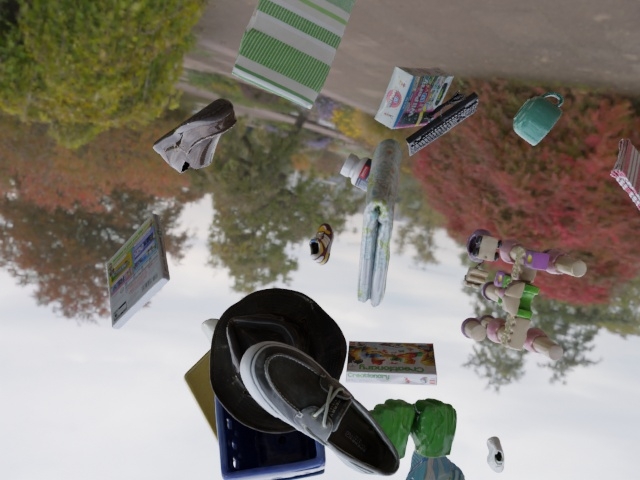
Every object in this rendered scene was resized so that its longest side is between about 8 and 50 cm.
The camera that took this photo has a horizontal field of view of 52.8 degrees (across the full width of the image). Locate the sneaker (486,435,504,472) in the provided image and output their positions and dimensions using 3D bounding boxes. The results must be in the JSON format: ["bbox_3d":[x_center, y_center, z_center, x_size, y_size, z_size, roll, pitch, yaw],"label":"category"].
[{"bbox_3d":[0.557,0.692,2.040,0.054,0.152,0.061,-16,-149,2],"label":"sneaker"}]

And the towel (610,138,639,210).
[{"bbox_3d":[0.754,-0.131,1.520,0.197,0.144,0.029,48,138,-16],"label":"towel"}]

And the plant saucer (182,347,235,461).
[{"bbox_3d":[-0.278,0.456,2.009,0.081,0.332,0.333,-10,-159,35],"label":"plant saucer"}]

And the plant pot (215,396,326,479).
[{"bbox_3d":[-0.107,0.451,1.517,0.236,0.236,0.212,-10,148,1],"label":"plant pot"}]

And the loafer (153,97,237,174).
[{"bbox_3d":[-0.312,-0.268,1.707,0.134,0.130,0.366,-43,-163,-29],"label":"loafer"}]

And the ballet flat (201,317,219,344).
[{"bbox_3d":[-0.261,0.424,2.276,0.400,0.139,0.139,39,175,-19],"label":"ballet flat"}]

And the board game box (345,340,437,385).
[{"bbox_3d":[0.244,0.423,2.231,0.305,0.053,0.193,0,-156,5],"label":"board game box"}]

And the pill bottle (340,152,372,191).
[{"bbox_3d":[0.166,-0.225,2.223,0.180,0.108,0.108,28,-174,4],"label":"pill bottle"}]

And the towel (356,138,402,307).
[{"bbox_3d":[0.165,-0.048,1.791,0.090,0.374,0.320,6,-141,5],"label":"towel"}]

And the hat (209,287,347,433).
[{"bbox_3d":[-0.118,0.229,1.341,0.331,0.331,0.134,13,162,26],"label":"hat"}]

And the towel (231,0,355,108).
[{"bbox_3d":[-0.069,-0.531,1.658,0.248,0.324,0.038,21,176,-20],"label":"towel"}]

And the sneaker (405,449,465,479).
[{"bbox_3d":[0.399,0.831,2.178,0.208,0.127,0.319,42,-150,-1],"label":"sneaker"}]

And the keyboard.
[{"bbox_3d":[0.451,-0.443,2.378,0.033,0.317,0.201,53,177,27],"label":"keyboard"}]

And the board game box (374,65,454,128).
[{"bbox_3d":[0.371,-0.564,2.535,0.097,0.224,0.303,39,-146,28],"label":"board game box"}]

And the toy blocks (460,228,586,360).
[{"bbox_3d":[0.473,0.128,1.692,0.309,0.288,0.260,12,-174,-11],"label":"toy blocks"}]

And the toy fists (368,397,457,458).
[{"bbox_3d":[0.232,0.473,1.652,0.279,0.142,0.096,7,-173,-26],"label":"toy fists"}]

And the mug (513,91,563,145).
[{"bbox_3d":[0.643,-0.371,1.924,0.097,0.157,0.129,36,142,1],"label":"mug"}]

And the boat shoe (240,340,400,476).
[{"bbox_3d":[0.014,0.286,1.107,0.335,0.121,0.119,41,154,-16],"label":"boat shoe"}]

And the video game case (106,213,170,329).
[{"bbox_3d":[-0.429,0.072,1.502,0.023,0.212,0.193,22,-142,-42],"label":"video game case"}]

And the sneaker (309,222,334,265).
[{"bbox_3d":[0.000,0.000,2.468,0.070,0.185,0.084,-19,140,31],"label":"sneaker"}]
